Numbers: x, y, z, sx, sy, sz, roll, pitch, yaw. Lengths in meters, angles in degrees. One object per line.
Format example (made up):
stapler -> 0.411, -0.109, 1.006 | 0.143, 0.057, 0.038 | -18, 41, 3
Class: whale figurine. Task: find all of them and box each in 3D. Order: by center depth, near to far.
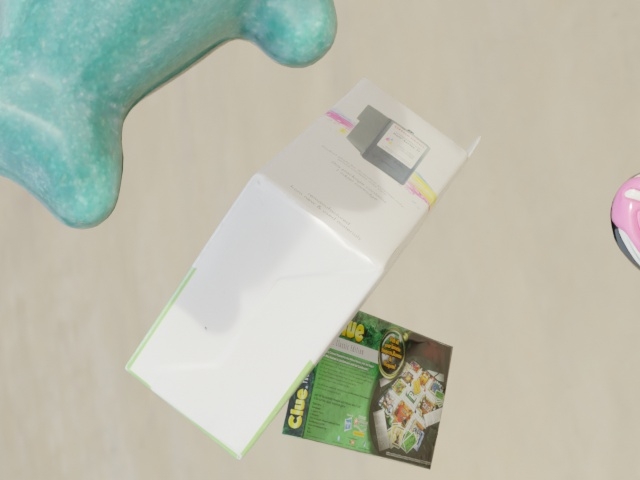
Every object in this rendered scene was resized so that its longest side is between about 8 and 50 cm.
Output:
whale figurine -> -0.088, -0.146, 0.744 | 0.272, 0.216, 0.141 | -62, 2, -14

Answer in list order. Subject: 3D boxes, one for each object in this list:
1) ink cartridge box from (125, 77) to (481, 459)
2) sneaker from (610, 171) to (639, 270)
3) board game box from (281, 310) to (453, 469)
ink cartridge box -> 0.000, 0.000, 1.284 | 0.207, 0.119, 0.353 | -54, -3, 26
sneaker -> 0.196, 0.006, 0.752 | 0.075, 0.170, 0.063 | 21, 95, 62
board game box -> 0.053, 0.147, 1.575 | 0.030, 0.260, 0.136 | 9, 81, 34
